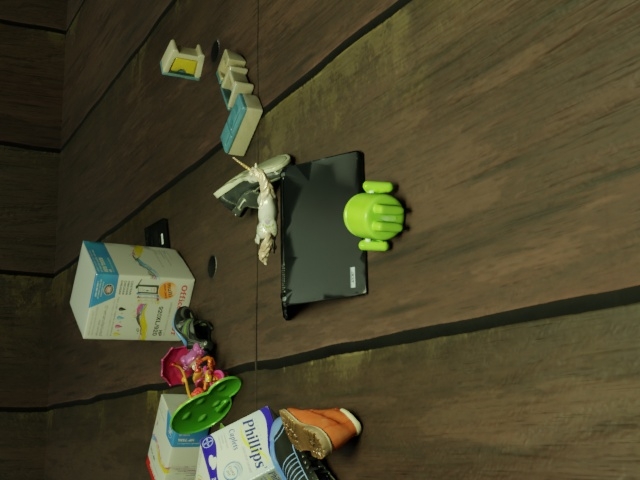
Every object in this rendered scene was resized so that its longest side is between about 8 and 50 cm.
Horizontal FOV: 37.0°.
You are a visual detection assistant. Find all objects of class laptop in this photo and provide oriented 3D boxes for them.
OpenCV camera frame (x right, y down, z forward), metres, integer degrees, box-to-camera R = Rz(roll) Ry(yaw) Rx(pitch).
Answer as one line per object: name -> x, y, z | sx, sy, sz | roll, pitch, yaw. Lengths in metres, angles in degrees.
laptop -> 0.000, 0.000, 1.595 | 0.264, 0.137, 0.234 | 94, 176, -76

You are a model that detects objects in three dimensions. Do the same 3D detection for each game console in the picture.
game console -> -0.403, 0.023, 2.414 | 0.107, 0.071, 0.122 | -27, 57, 25

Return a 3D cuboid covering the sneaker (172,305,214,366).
sneaker -> -0.265, 0.196, 2.056 | 0.078, 0.067, 0.188 | -55, 32, 12

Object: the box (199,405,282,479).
box -> -0.119, 0.369, 1.614 | 0.072, 0.137, 0.126 | 61, -178, -44

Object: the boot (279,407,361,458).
boot -> -0.002, 0.283, 1.468 | 0.158, 0.085, 0.059 | 11, 122, 58

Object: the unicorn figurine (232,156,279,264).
unicorn figurine -> -0.093, -0.051, 1.588 | 0.111, 0.060, 0.162 | 93, 160, -65

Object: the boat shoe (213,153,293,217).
boat shoe -> -0.113, -0.102, 1.798 | 0.233, 0.084, 0.079 | -23, 103, 54

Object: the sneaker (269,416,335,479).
sneaker -> -0.016, 0.368, 1.494 | 0.090, 0.081, 0.232 | -42, 49, 39

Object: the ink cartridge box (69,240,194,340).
ink cartridge box -> -0.433, 0.119, 2.206 | 0.168, 0.233, 0.171 | 47, 127, 54

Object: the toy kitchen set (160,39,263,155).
toy kitchen set -> -0.233, -0.291, 1.950 | 0.122, 0.166, 0.207 | -63, 33, 37

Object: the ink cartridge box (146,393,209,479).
ink cartridge box -> -0.316, 0.464, 2.073 | 0.134, 0.078, 0.231 | 49, 129, 56

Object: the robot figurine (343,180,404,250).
robot figurine -> 0.076, -0.035, 1.383 | 0.115, 0.067, 0.101 | -171, 82, -64

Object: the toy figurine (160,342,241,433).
toy figurine -> -0.253, 0.270, 1.909 | 0.173, 0.130, 0.159 | -47, 53, 20

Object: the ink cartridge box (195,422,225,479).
ink cartridge box -> -0.197, 0.472, 1.809 | 0.255, 0.097, 0.188 | 18, 102, 63
